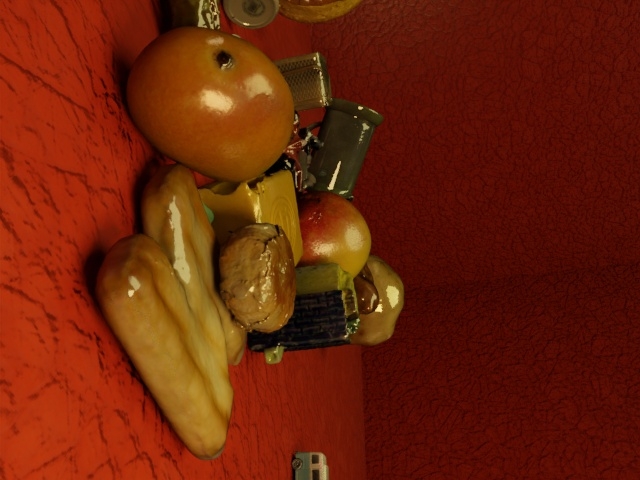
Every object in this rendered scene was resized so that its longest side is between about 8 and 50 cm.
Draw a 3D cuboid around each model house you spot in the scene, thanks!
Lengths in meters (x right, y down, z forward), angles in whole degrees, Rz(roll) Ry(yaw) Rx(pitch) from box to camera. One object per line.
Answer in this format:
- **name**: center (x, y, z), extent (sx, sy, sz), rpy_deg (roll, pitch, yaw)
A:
- **model house**: center (-0.023, 0.165, 0.946), extent (0.211, 0.194, 0.170), rpy_deg (-81, 164, -67)

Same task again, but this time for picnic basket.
- **picnic basket**: center (-0.058, -0.441, 1.405), extent (0.266, 0.166, 0.139), rpy_deg (-74, 154, -73)

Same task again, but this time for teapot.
- **teapot**: center (0.032, -0.285, 1.622), extent (0.200, 0.271, 0.336), rpy_deg (6, 105, -62)

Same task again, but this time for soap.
- **soap**: center (-0.109, -0.022, 0.872), extent (0.324, 0.096, 0.204), rpy_deg (-64, 146, -76)

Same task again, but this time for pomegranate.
- **pomegranate**: center (0.125, 0.204, 1.688), extent (0.332, 0.333, 0.332), rpy_deg (-8, 90, -82)

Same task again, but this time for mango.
- **mango**: center (-0.118, -0.155, 0.608), extent (0.254, 0.176, 0.139), rpy_deg (35, 48, -70)

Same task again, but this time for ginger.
- **ginger**: center (0.011, 0.064, 1.369), extent (0.176, 0.254, 0.418), rpy_deg (18, 44, -41)

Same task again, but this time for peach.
- **peach**: center (0.000, 0.000, 1.150), extent (0.231, 0.231, 0.230), rpy_deg (-8, 90, -82)

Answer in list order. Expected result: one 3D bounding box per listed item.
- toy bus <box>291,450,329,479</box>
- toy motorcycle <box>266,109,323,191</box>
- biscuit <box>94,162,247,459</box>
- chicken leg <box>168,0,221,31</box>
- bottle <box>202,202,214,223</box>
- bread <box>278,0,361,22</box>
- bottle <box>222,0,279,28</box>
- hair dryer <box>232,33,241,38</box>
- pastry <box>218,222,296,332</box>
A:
- **toy bus**: center (-0.020, 0.519, 1.054), extent (0.060, 0.075, 0.122), rpy_deg (73, 12, -50)
- **toy motorcycle**: center (-0.070, -0.223, 1.246), extent (0.401, 0.134, 0.206), rpy_deg (-57, 144, -76)
- **biscuit**: center (-0.153, 0.081, 0.572), extent (0.236, 0.062, 0.290), rpy_deg (-90, 170, -52)
- **chicken leg**: center (-0.168, -0.382, 0.715), extent (0.211, 0.140, 0.360), rpy_deg (-29, 124, -60)
- **bottle**: center (-0.174, -0.044, 0.669), extent (0.083, 0.031, 0.030), rpy_deg (60, 24, -68)
- **bread**: center (-0.025, -0.760, 1.283), extent (0.215, 0.399, 0.397), rpy_deg (67, 16, -82)
- **bottle**: center (-0.151, -0.587, 1.058), extent (0.120, 0.121, 0.252), rpy_deg (65, 18, -65)
- **hair dryer**: center (-0.169, -0.293, 0.913), extent (0.237, 0.076, 0.206), rpy_deg (-35, 110, -72)
- **pastry**: center (-0.077, 0.048, 0.647), extent (0.153, 0.081, 0.153), rpy_deg (-9, 90, -84)
